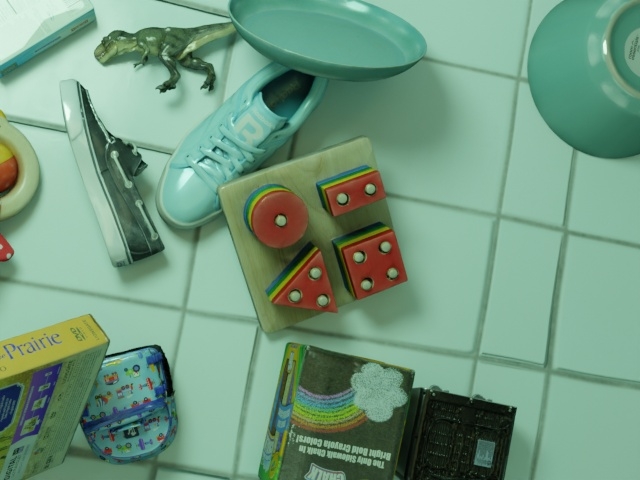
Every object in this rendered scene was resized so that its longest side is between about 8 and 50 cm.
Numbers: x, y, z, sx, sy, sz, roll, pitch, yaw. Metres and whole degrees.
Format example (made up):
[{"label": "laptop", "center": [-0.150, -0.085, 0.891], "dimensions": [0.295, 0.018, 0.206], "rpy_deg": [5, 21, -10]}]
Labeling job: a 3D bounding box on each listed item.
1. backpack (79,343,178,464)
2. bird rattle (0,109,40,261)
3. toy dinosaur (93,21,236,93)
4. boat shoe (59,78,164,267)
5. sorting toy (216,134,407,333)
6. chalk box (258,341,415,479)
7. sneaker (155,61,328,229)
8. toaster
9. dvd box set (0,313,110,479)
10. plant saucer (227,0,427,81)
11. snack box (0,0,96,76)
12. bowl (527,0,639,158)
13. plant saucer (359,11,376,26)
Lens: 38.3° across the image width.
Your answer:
[{"label": "backpack", "center": [-0.296, 0.258, 1.404], "dimensions": [0.158, 0.117, 0.173], "rpy_deg": [-12, 90, -10]}, {"label": "bird rattle", "center": [-0.522, -0.090, 1.394], "dimensions": [0.207, 0.143, 0.253], "rpy_deg": [-36, 95, -27]}, {"label": "toy dinosaur", "center": [-0.226, -0.301, 1.495], "dimensions": [0.268, 0.064, 0.118], "rpy_deg": [-12, 81, -14]}, {"label": "boat shoe", "center": [-0.322, -0.113, 1.437], "dimensions": [0.102, 0.108, 0.301], "rpy_deg": [-19, 91, -11]}, {"label": "sorting toy", "center": [0.000, 0.000, 1.448], "dimensions": [0.256, 0.089, 0.257], "rpy_deg": [-20, 110, -11]}, {"label": "chalk box", "center": [0.013, 0.317, 1.423], "dimensions": [0.180, 0.179, 0.288], "rpy_deg": [15, 84, -9]}, {"label": "sneaker", "center": [-0.126, -0.172, 1.454], "dimensions": [0.135, 0.150, 0.366], "rpy_deg": [40, 80, -4]}, {"label": "toaster", "center": [0.215, 0.334, 1.489], "dimensions": [0.168, 0.110, 0.185], "rpy_deg": [12, 83, -8]}, {"label": "dvd box set", "center": [-0.498, 0.266, 1.192], "dimensions": [0.420, 0.307, 0.062], "rpy_deg": [-18, 57, -43]}, {"label": "plant saucer", "center": [0.008, -0.323, 1.449], "dimensions": [0.318, 0.317, 0.043], "rpy_deg": [9, 123, -9]}, {"label": "snack box", "center": [-0.525, -0.441, 1.452], "dimensions": [0.187, 0.060, 0.322], "rpy_deg": [-35, 92, -11]}, {"label": "bowl", "center": [0.532, -0.307, 1.577], "dimensions": [0.312, 0.163, 0.311], "rpy_deg": [1, 84, -11]}, {"label": "plant saucer", "center": [0.104, -0.350, 1.578], "dimensions": [0.084, 0.015, 0.083], "rpy_deg": [1, 85, -9]}]
